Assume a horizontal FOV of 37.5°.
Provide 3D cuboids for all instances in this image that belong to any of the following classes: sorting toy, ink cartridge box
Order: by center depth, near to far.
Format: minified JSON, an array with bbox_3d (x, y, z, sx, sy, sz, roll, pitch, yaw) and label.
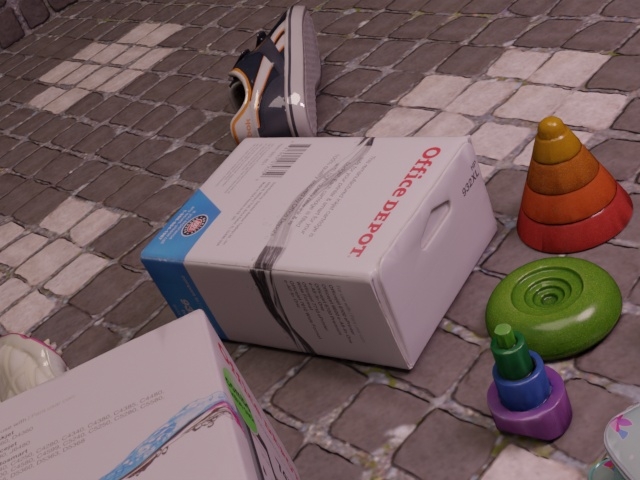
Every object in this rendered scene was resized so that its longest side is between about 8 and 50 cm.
[{"bbox_3d":[-0.105,0.224,0.615,0.197,0.198,0.270,-26,33,-1],"label":"ink cartridge box"},{"bbox_3d":[0.206,0.007,0.870,0.127,0.126,0.366,-5,37,28],"label":"sorting toy"},{"bbox_3d":[0.000,0.000,1.010,0.307,0.129,0.223,4,42,37],"label":"ink cartridge box"}]

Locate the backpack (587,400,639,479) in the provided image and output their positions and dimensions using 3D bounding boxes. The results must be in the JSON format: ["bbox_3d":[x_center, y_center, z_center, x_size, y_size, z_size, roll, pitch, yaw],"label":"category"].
[{"bbox_3d":[0.282,0.160,0.589,0.188,0.145,0.166,-23,27,-3],"label":"backpack"}]

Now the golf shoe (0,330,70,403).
[{"bbox_3d":[-0.286,0.184,0.958,0.306,0.115,0.140,13,52,45],"label":"golf shoe"}]

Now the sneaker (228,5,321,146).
[{"bbox_3d":[-0.070,-0.251,1.417,0.127,0.126,0.321,-11,36,11],"label":"sneaker"}]
